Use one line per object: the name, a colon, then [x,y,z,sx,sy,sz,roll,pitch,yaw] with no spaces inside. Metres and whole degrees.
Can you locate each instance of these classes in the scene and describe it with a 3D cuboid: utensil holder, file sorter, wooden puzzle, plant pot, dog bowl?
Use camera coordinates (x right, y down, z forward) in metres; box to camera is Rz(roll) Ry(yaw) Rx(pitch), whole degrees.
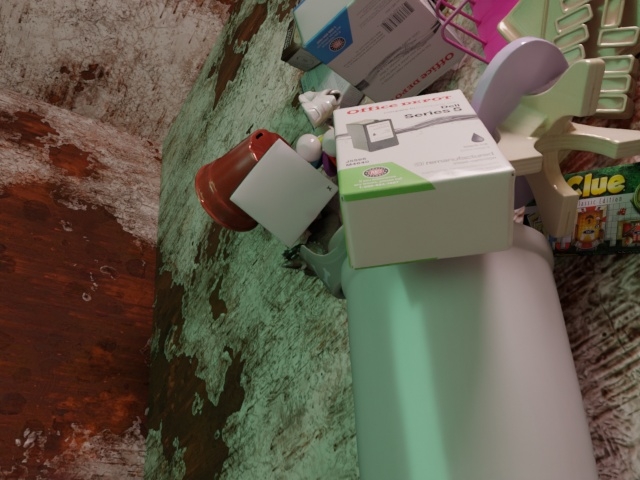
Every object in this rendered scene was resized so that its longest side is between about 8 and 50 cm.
utensil holder: [0.202,0.209,0.818,0.328,0.328,0.385,-37,47,46]
file sorter: [0.334,-0.528,1.131,0.202,0.182,0.290,-41,42,44]
wooden puzzle: [0.444,-0.376,0.940,0.238,0.044,0.220,-47,64,33]
plant pot: [-0.222,-0.207,1.858,0.265,0.273,0.272,-34,46,36]
dog bowl: [0.140,-0.005,1.043,0.349,0.349,0.102,-43,65,42]

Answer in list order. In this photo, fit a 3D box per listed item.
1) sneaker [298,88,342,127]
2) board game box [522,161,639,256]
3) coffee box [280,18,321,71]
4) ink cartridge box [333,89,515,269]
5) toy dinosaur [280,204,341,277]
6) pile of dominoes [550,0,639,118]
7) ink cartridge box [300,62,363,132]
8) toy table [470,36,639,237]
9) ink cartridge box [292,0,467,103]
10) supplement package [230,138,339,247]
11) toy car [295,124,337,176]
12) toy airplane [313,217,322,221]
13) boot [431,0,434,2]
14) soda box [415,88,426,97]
sneaker: [0.008,-0.381,1.601,0.115,0.090,0.232,-28,25,6]
board game box: [0.424,-0.044,0.873,0.260,0.030,0.136,-8,66,58]
coffee box: [-0.016,-0.628,1.735,0.247,0.098,0.141,-6,70,61]
ink cartridge box: [0.122,-0.094,0.769,0.272,0.199,0.114,-92,-7,-57]
toy dinosaur: [0.000,0.000,1.511,0.160,0.121,0.313,-18,29,51]
pile of dominoes: [0.462,-0.318,0.888,0.196,0.040,0.250,13,93,44]
ink cartridge box: [0.064,-0.518,1.708,0.330,0.072,0.324,-54,34,36]
toy table: [0.331,-0.145,0.841,0.161,0.252,0.274,-121,12,-57]
ink cartridge box: [0.130,-0.442,1.214,0.223,0.308,0.128,-35,53,28]
supplement package: [-0.105,-0.130,1.523,0.199,0.198,0.263,-51,11,0]
toy car: [0.034,-0.241,1.541,0.182,0.159,0.136,-6,112,30]
toy airplane: [-0.036,-0.073,1.670,0.151,0.028,0.151,-31,40,30]
boot: [0.277,-0.697,1.408,0.246,0.094,0.207,-63,26,29]
soda box: [0.231,-0.423,1.375,0.053,0.060,0.168,2,77,56]
